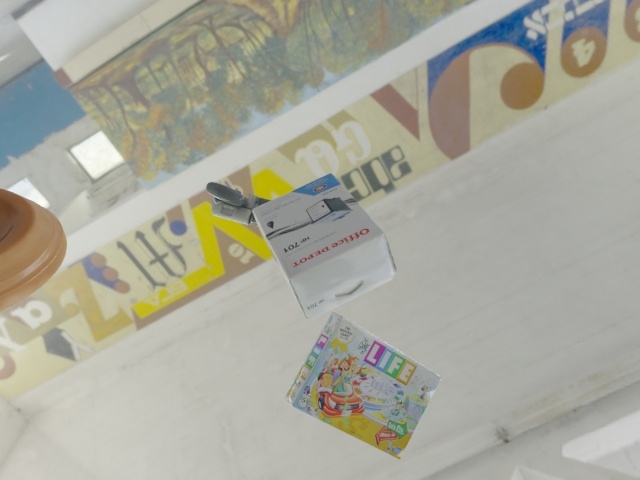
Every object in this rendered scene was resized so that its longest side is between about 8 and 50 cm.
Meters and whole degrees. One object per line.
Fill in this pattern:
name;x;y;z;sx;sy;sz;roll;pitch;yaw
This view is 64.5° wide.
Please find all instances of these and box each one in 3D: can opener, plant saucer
can opener;-0.137;-0.064;1.177;0.093;0.280;0.074;31;76;-79
plant saucer;-0.332;0.002;0.439;0.199;0.037;0.200;6;-146;-4

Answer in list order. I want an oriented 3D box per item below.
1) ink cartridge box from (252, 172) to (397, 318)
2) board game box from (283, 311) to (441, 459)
ink cartridge box;0.000;0.000;0.717;0.139;0.082;0.191;-26;-144;-7
board game box;0.050;0.159;0.551;0.104;0.154;0.026;-60;-156;-9
